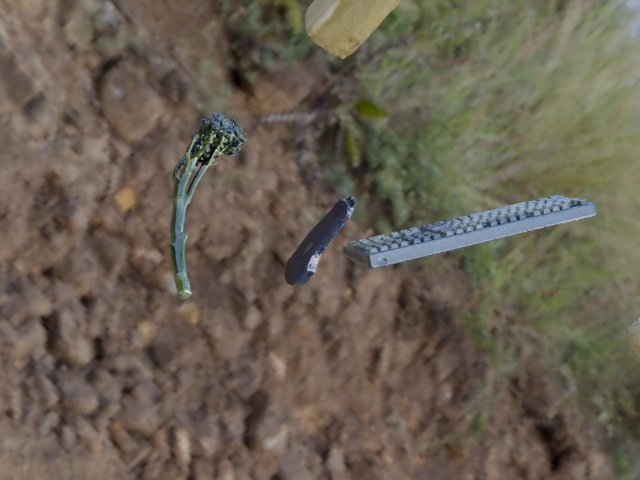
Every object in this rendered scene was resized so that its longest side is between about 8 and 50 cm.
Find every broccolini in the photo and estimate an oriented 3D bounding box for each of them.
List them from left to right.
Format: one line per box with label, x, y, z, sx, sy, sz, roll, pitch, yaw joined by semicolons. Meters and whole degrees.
broccolini;-0.111;-0.031;1.228;0.052;0.194;0.054;-7;-34;30

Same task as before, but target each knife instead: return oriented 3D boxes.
knife;0.000;0.000;1.488;0.018;0.121;0.031;12;35;-44

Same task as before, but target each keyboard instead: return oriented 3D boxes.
keyboard;0.106;-0.008;1.001;0.055;0.176;0.014;-158;-123;-70

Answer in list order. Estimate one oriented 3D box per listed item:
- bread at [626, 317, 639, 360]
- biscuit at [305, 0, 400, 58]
bread;0.454;0.192;1.708;0.251;0.039;0.182;34;20;-55
biscuit;0.052;-0.248;1.312;0.056;0.188;0.052;24;43;-24
